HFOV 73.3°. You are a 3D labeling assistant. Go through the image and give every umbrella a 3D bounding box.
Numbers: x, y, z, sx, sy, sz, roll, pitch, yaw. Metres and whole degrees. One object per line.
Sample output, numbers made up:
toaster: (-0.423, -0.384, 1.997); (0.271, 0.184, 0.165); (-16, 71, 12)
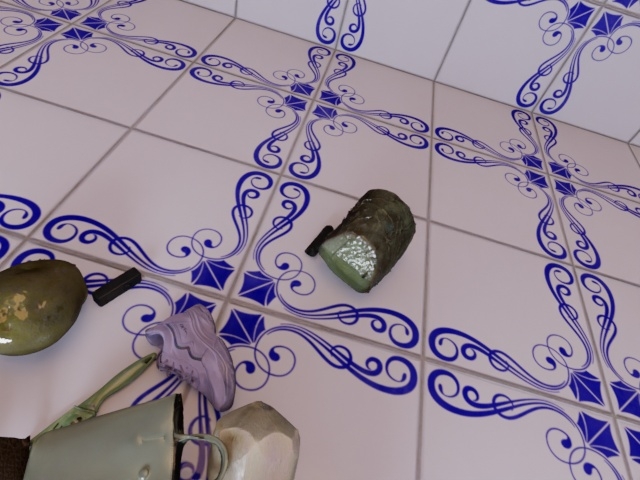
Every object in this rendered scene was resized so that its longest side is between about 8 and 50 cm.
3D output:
umbrella: (0.001, 0.001, 1.215); (0.036, 0.031, 0.133); (48, 48, -9)

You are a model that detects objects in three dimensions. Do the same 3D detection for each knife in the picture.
knife: (-0.433, 0.313, 0.816); (0.043, 0.020, 0.293); (40, 51, 17)

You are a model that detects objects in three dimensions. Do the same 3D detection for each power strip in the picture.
power strip: (-0.460, 0.105, 0.979); (0.029, 0.038, 0.111); (38, 51, 15)

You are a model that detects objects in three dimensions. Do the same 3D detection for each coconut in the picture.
coconut: (-0.114, 0.367, 0.755); (0.161, 0.161, 0.162); (17, 85, -2)

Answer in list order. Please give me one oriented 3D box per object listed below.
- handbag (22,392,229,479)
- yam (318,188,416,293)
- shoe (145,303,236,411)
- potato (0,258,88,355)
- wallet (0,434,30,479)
handbag: (-0.302, 0.369, 0.667); (0.315, 0.109, 0.241); (-15, 52, 7)
yam: (0.125, -0.005, 1.156); (0.202, 0.201, 0.271); (33, 55, 14)
shoe: (-0.263, 0.246, 0.880); (0.137, 0.095, 0.245); (-17, 53, -26)
potato: (-0.572, 0.125, 0.855); (0.178, 0.160, 0.235); (43, 32, -10)
wallet: (-0.505, 0.415, 0.636); (0.039, 0.133, 0.243); (-28, 58, 11)
